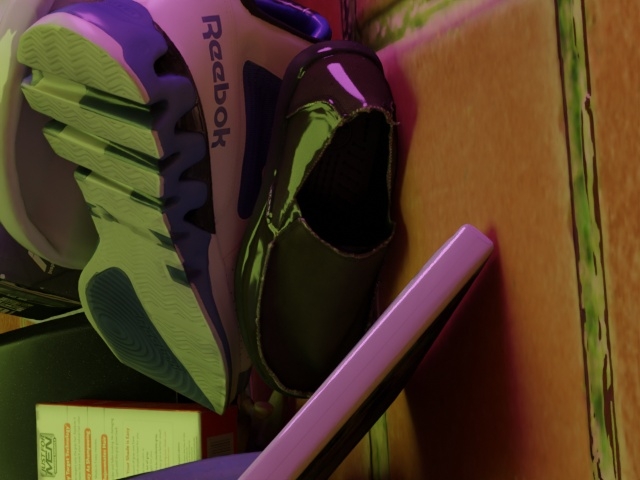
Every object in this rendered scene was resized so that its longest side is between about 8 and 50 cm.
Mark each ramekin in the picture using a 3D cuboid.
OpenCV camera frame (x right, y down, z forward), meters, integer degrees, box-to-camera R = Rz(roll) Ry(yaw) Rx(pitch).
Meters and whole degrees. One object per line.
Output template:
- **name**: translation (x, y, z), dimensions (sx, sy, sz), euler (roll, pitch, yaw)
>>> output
- **ramekin**: translation (-0.152, -0.126, 1.262), dimensions (0.127, 0.273, 0.273), euler (25, 126, 26)

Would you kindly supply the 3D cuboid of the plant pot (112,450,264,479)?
- **plant pot**: translation (-0.095, 0.246, 1.136), dimensions (0.248, 0.252, 0.247), euler (58, 163, 0)

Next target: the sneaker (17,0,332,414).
- **sneaker**: translation (-0.060, -0.051, 1.207), dimensions (0.127, 0.182, 0.315), euler (26, 144, 30)

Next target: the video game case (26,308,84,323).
- **video game case**: translation (-0.229, -0.005, 1.873), dimensions (0.227, 0.026, 0.206), euler (17, 113, 50)

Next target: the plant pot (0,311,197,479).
- **plant pot**: translation (-0.162, 0.133, 1.451), dimensions (0.188, 0.167, 0.187), euler (-15, -78, -82)

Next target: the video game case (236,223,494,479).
- **video game case**: translation (-0.001, 0.100, 0.995), dimensions (0.023, 0.201, 0.183), euler (39, 151, 8)

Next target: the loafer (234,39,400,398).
- **loafer**: translation (0.000, 0.000, 1.120), dimensions (0.078, 0.080, 0.220), euler (-121, 32, -61)

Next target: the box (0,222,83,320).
- **box**: translation (-0.188, -0.138, 1.545), dimensions (0.318, 0.097, 0.395), euler (170, 115, -74)

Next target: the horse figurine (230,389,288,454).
- **horse figurine**: translation (-0.044, 0.175, 1.342), dimensions (0.174, 0.066, 0.263), euler (129, 133, -59)

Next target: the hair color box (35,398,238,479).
- **hair color box**: translation (-0.122, 0.143, 1.312), dimensions (0.141, 0.043, 0.072), euler (0, 92, 33)
